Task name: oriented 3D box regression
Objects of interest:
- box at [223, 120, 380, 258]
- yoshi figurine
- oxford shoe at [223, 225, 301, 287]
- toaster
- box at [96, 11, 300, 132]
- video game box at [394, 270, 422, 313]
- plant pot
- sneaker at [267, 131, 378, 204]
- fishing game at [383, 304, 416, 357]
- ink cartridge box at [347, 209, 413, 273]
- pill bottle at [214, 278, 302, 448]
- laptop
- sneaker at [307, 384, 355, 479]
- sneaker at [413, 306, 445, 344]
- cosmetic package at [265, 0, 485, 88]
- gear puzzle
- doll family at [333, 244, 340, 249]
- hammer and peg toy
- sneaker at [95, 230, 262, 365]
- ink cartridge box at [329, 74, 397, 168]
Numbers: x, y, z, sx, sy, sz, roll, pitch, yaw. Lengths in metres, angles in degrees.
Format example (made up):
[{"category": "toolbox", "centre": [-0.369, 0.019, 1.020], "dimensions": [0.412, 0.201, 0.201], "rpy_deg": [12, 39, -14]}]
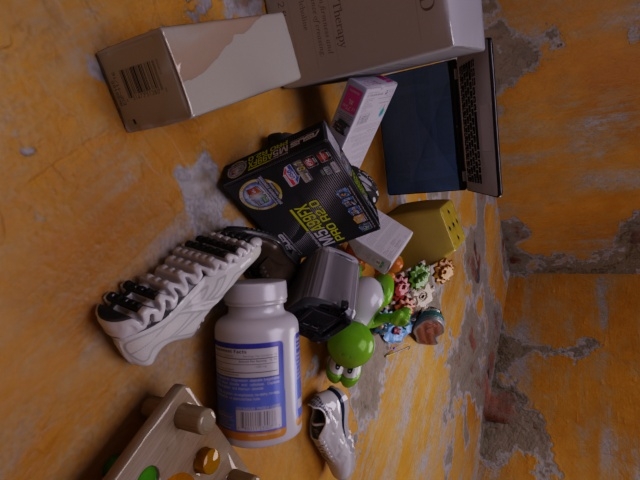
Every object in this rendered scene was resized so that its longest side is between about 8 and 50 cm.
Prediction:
[{"category": "box", "centre": [-0.027, -0.083, 0.936], "dimensions": [0.270, 0.216, 0.060], "rpy_deg": [52, 23, -45]}, {"category": "yoshi figurine", "centre": [0.104, 0.179, 1.180], "dimensions": [0.203, 0.203, 0.363], "rpy_deg": [42, 55, -41]}, {"category": "oxford shoe", "centre": [-0.112, 0.040, 0.922], "dimensions": [0.227, 0.082, 0.096], "rpy_deg": [40, 58, -50]}, {"category": "toaster", "centre": [0.002, 0.112, 0.995], "dimensions": [0.129, 0.227, 0.147], "rpy_deg": [21, 56, -14]}, {"category": "box", "centre": [-0.177, -0.283, 0.770], "dimensions": [0.311, 0.147, 0.121], "rpy_deg": [-46, 126, -52]}, {"category": "video game box", "centre": [0.306, 0.164, 1.642], "dimensions": [0.187, 0.048, 0.206], "rpy_deg": [-33, 116, -57]}, {"category": "plant pot", "centre": [0.352, -0.028, 1.550], "dimensions": [0.212, 0.187, 0.213], "rpy_deg": [-31, 100, -55]}, {"category": "sneaker", "centre": [-0.004, -0.125, 1.034], "dimensions": [0.286, 0.109, 0.130], "rpy_deg": [22, 82, -20]}, {"category": "fishing game", "centre": [0.263, 0.247, 1.516], "dimensions": [0.189, 0.041, 0.265], "rpy_deg": [-1, 101, -44]}, {"category": "ink cartridge box", "centre": [0.115, -0.028, 1.234], "dimensions": [0.181, 0.224, 0.056], "rpy_deg": [-44, 162, -51]}, {"category": "pill bottle", "centre": [-0.112, 0.208, 0.844], "dimensions": [0.152, 0.152, 0.273], "rpy_deg": [-2, 90, -59]}, {"category": "laptop", "centre": [0.317, -0.314, 1.335], "dimensions": [0.408, 0.236, 0.383], "rpy_deg": [-92, 174, -79]}, {"category": "sneaker", "centre": [0.019, 0.473, 1.131], "dimensions": [0.094, 0.090, 0.236], "rpy_deg": [-17, 99, -45]}, {"category": "sneaker", "centre": [0.384, 0.283, 1.676], "dimensions": [0.302, 0.107, 0.121], "rpy_deg": [74, 21, -64]}, {"category": "cosmetic package", "centre": [0.124, -0.546, 1.042], "dimensions": [0.327, 0.393, 0.330], "rpy_deg": [-33, 116, -55]}, {"category": "gear puzzle", "centre": [0.287, 0.162, 1.435], "dimensions": [0.338, 0.044, 0.176], "rpy_deg": [-27, 117, -17]}, {"category": "doll family", "centre": [0.000, 0.000, 1.119], "dimensions": [0.111, 0.075, 0.193], "rpy_deg": [-47, 130, -56]}, {"category": "hammer and peg toy", "centre": [-0.240, 0.422, 0.646], "dimensions": [0.361, 0.127, 0.266], "rpy_deg": [-58, 137, -43]}, {"category": "sneaker", "centre": [-0.205, 0.079, 0.748], "dimensions": [0.292, 0.109, 0.119], "rpy_deg": [-37, 131, -40]}, {"category": "ink cartridge box", "centre": [0.072, -0.247, 1.160], "dimensions": [0.185, 0.065, 0.311], "rpy_deg": [-33, 150, -54]}]
